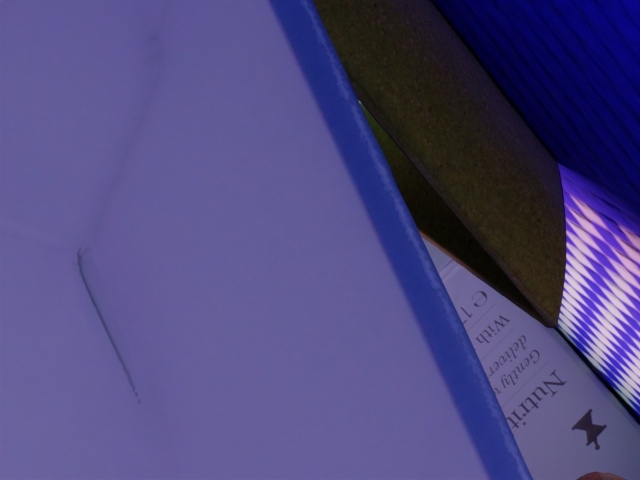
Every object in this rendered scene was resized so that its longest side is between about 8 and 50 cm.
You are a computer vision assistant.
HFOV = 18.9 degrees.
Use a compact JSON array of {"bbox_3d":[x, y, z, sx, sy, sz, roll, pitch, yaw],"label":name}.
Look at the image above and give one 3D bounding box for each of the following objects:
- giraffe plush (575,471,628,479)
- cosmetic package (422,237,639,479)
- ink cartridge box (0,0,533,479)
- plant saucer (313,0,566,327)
[{"bbox_3d":[0.198,0.181,0.752,0.210,0.181,0.170,0,160,32],"label":"giraffe plush"},{"bbox_3d":[0.109,0.189,1.102,0.385,0.217,0.156,45,177,-19],"label":"cosmetic package"},{"bbox_3d":[-0.040,0.065,0.619,0.395,0.151,0.270,147,100,-84],"label":"ink cartridge box"},{"bbox_3d":[0.005,-0.072,0.690,0.188,0.045,0.188,48,175,-34],"label":"plant saucer"}]
